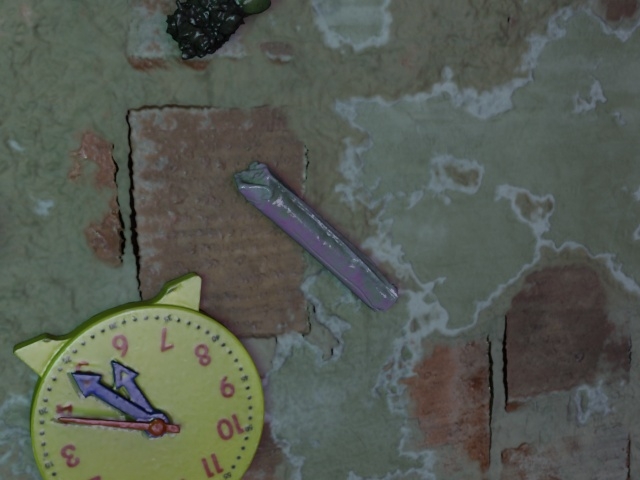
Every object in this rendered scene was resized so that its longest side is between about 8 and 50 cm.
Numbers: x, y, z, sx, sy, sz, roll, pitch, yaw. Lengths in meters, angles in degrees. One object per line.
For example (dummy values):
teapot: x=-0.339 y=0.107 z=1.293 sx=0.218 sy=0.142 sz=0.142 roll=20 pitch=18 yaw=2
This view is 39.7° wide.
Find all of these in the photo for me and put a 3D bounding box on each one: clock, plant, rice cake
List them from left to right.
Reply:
clock: x=-0.201 y=0.209 z=1.051 sx=0.277 sy=0.071 sz=0.293 roll=-29 pitch=107 yaw=-14
plant: x=-0.105 y=-0.274 z=1.017 sx=0.174 sy=0.085 sz=0.087 roll=-48 pitch=134 yaw=-13
rice cake: x=0.001 y=-0.001 z=1.103 sx=0.270 sy=0.055 sz=0.049 roll=42 pitch=87 yaw=-22
